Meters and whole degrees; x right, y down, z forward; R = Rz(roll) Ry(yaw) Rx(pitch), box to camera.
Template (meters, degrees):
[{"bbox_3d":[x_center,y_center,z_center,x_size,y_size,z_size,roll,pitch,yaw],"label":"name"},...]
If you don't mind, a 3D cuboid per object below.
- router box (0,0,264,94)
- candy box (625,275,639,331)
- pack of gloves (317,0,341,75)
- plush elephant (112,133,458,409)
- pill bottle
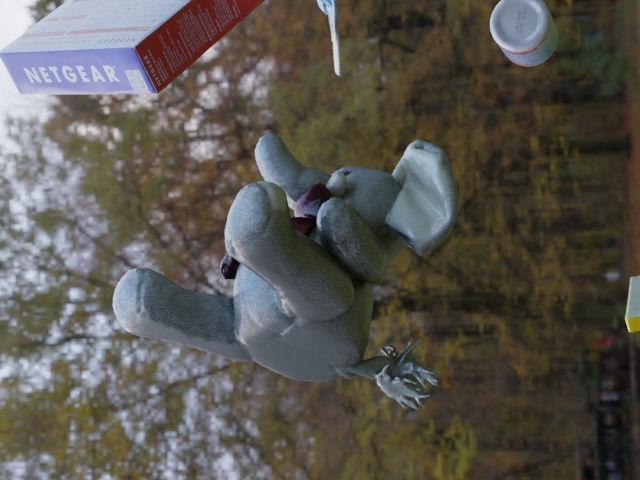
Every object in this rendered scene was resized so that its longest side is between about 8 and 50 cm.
[{"bbox_3d":[-0.296,-0.346,1.792,0.301,0.335,0.082,-49,-51,-34],"label":"router box"},{"bbox_3d":[0.457,0.058,1.289,0.105,0.206,0.027,-58,-47,-57],"label":"candy box"},{"bbox_3d":[-0.006,-0.404,1.763,0.232,0.046,0.195,84,177,-56],"label":"pack of gloves"},{"bbox_3d":[0.000,0.000,1.183,0.272,0.330,0.255,-41,29,46],"label":"plush elephant"},{"bbox_3d":[0.306,-0.308,1.679,0.160,0.087,0.087,11,-103,-72],"label":"pill bottle"}]
